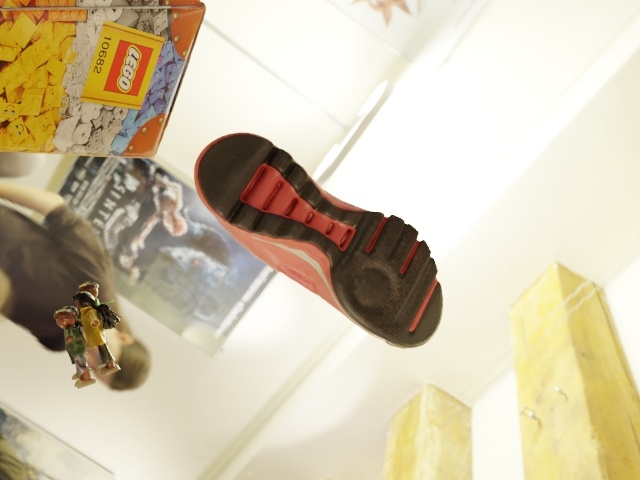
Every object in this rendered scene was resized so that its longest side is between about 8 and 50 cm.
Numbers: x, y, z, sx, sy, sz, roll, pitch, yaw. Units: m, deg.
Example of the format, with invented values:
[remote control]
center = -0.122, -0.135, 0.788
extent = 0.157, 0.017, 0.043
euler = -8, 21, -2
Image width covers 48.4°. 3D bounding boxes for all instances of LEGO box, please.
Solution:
[LEGO box]
center = -0.435, -0.272, 0.710
extent = 0.372, 0.500, 0.193
euler = -10, 125, -65

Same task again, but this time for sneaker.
[sneaker]
center = 0.000, -0.001, 0.770
extent = 0.116, 0.314, 0.136
euler = -55, -168, -12

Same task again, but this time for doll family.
[doll family]
center = -0.290, 0.111, 0.887
extent = 0.076, 0.111, 0.193
euler = -19, -176, -24
